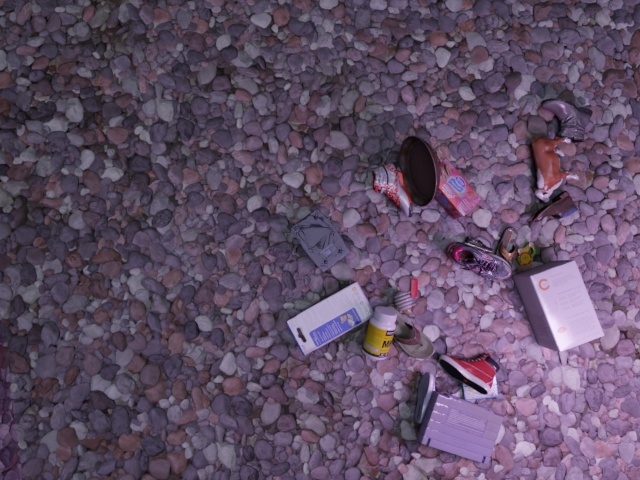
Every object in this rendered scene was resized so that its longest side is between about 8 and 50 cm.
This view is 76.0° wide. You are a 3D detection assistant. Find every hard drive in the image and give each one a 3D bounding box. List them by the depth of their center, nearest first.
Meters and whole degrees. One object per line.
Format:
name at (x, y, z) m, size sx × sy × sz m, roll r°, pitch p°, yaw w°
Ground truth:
hard drive at (0.000, 0.000, 1.875) m, size 0.172 × 0.054 × 0.255 m, roll -37°, pitch 87°, yaw -4°

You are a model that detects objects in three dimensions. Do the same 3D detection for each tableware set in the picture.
tableware set at (0.523, -0.330, 1.752) m, size 0.020 × 0.168 × 0.141 m, roll -20°, pitch 100°, yaw 30°

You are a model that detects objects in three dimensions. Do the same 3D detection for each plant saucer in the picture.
plant saucer at (0.436, -0.305, 1.792) m, size 0.050 × 0.310 × 0.311 m, roll -15°, pitch 86°, yaw -13°

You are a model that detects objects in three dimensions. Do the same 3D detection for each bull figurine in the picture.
bull figurine at (1.079, -0.337, 1.913) m, size 0.188 × 0.101 × 0.311 m, roll -7°, pitch 87°, yaw -6°

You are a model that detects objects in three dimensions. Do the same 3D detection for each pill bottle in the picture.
pill bottle at (0.260, 0.401, 1.788) m, size 0.119 × 0.119 × 0.209 m, roll 13°, pitch 104°, yaw 0°

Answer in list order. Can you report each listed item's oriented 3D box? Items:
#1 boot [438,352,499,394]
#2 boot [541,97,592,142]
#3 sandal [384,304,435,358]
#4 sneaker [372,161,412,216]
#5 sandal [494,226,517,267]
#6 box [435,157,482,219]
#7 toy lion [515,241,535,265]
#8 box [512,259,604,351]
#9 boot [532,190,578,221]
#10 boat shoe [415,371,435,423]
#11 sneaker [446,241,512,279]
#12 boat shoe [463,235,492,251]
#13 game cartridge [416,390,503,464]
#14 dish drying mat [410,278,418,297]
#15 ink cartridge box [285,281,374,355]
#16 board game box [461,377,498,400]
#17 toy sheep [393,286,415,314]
boot at (0.668, 0.549, 1.842) m, size 0.244 × 0.088 × 0.176 m, roll 30°, pitch 56°, yaw 20°
boot at (1.156, -0.567, 1.947) m, size 0.246 × 0.083 × 0.161 m, roll 19°, pitch 91°, yaw 2°
sandal at (0.381, 0.418, 1.833) m, size 0.302 × 0.086 × 0.120 m, roll 43°, pitch 85°, yaw 2°
sneaker at (0.323, -0.220, 1.888) m, size 0.144 × 0.090 × 0.270 m, roll -15°, pitch 82°, yaw -2°
sandal at (0.867, 0.042, 1.892) m, size 0.089 × 0.060 × 0.220 m, roll 20°, pitch 85°, yaw 0°
box at (0.592, -0.234, 1.875) m, size 0.122 × 0.128 × 0.257 m, roll -40°, pitch 86°, yaw -4°
toy lion at (0.958, 0.067, 1.910) m, size 0.100 × 0.034 × 0.096 m, roll -29°, pitch 93°, yaw -4°
box at (1.048, 0.283, 1.823) m, size 0.214 × 0.168 × 0.346 m, roll -19°, pitch 86°, yaw -3°
boot at (1.094, -0.129, 1.903) m, size 0.219 × 0.082 × 0.106 m, roll -37°, pitch 84°, yaw -6°
boat shoe at (0.479, 0.700, 1.825) m, size 0.075 × 0.083 × 0.227 m, roll 13°, pitch 93°, yaw -16°
sneaker at (0.714, 0.105, 1.845) m, size 0.299 × 0.112 × 0.121 m, roll 20°, pitch 99°, yaw 2°
boat shoe at (0.733, 0.019, 1.896) m, size 0.132 × 0.049 × 0.042 m, roll 22°, pitch 93°, yaw 5°
game cartridge at (0.613, 0.814, 1.791) m, size 0.354 × 0.068 × 0.230 m, roll 24°, pitch 80°, yaw -13°
dish drying mat at (0.433, 0.221, 1.891) m, size 0.032 × 0.008 × 0.083 m, roll 3°, pitch 84°, yaw -2°
ink cartridge box at (0.045, 0.347, 1.842) m, size 0.370 × 0.069 × 0.176 m, roll -28°, pitch 87°, yaw -6°
board game box at (0.717, 0.659, 1.852) m, size 0.154 × 0.026 × 0.104 m, roll -5°, pitch 85°, yaw -2°
toy sheep at (0.373, 0.271, 1.850) m, size 0.091 × 0.091 × 0.132 m, roll -21°, pitch 72°, yaw -3°
